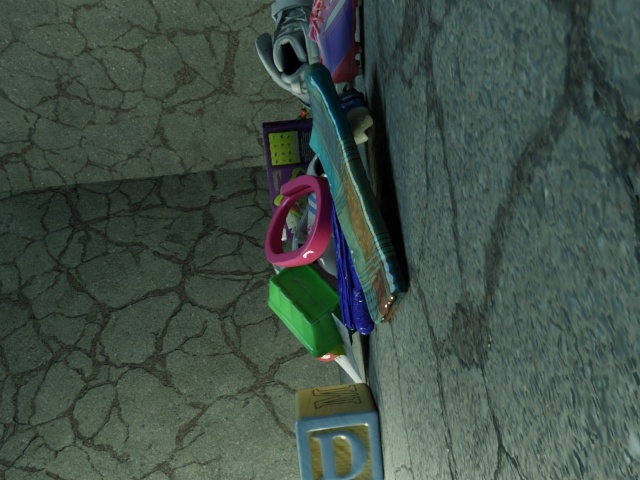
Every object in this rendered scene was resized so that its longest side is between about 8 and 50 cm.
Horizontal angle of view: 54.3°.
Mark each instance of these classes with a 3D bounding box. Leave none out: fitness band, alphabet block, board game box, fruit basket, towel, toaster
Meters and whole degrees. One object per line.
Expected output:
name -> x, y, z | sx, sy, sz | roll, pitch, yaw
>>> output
fitness band -> -0.053, -0.044, 1.465 | 0.291, 0.054, 0.209 | -15, 63, 60
alphabet block -> 0.040, 0.471, 1.505 | 0.197, 0.193, 0.192 | -110, 16, -82
board game box -> -0.040, -0.165, 1.725 | 0.056, 0.208, 0.346 | -93, -1, -60
fruit basket -> 0.006, 0.212, 1.627 | 0.327, 0.165, 0.353 | 43, 167, 37
towel -> 0.047, -0.061, 0.991 | 0.271, 0.040, 0.370 | 87, 165, -73
towel -> 0.058, 0.013, 1.300 | 0.227, 0.076, 0.308 | -101, 6, -61
toaster -> 0.000, 0.000, 1.675 | 0.227, 0.129, 0.146 | 91, -162, -48

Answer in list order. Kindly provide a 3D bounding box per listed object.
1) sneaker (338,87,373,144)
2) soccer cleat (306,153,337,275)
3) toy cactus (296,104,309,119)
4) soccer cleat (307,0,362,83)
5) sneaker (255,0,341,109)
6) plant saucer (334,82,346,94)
sneaker -> 0.052, -0.219, 1.046 | 0.152, 0.058, 0.084 | 48, -153, -82
soccer cleat -> 0.024, -0.080, 1.508 | 0.143, 0.116, 0.331 | 110, 153, -60
toy cactus -> -0.049, -0.346, 2.090 | 0.112, 0.180, 0.219 | 41, 147, 57
soccer cleat -> 0.018, -0.378, 1.020 | 0.083, 0.095, 0.248 | -99, 3, -58
sneaker -> -0.051, -0.478, 1.378 | 0.210, 0.137, 0.365 | -11, -90, -71
plant saucer -> 0.038, -0.388, 1.258 | 0.195, 0.037, 0.195 | 174, 90, -87
